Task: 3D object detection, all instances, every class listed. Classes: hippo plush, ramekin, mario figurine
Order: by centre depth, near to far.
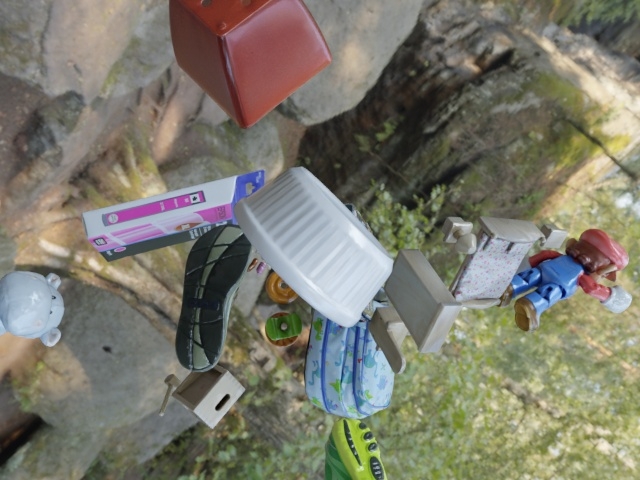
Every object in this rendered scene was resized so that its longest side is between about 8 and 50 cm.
[{"bbox_3d":[0.000,0.000,0.981,0.127,0.273,0.273,-44,176,7],"label":"ramekin"},{"bbox_3d":[-0.619,0.160,1.152,0.294,0.237,0.234,125,-33,-65],"label":"hippo plush"},{"bbox_3d":[0.550,0.101,1.368,0.321,0.198,0.170,-24,171,-14],"label":"mario figurine"}]

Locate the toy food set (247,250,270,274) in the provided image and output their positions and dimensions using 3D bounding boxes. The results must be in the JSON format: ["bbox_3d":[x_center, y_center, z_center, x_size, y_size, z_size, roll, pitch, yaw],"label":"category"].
[{"bbox_3d":[-0.169,0.050,1.563,0.019,0.077,0.122,4,-177,44],"label":"toy food set"}]

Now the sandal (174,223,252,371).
[{"bbox_3d":[-0.220,0.110,1.225,0.086,0.120,0.302,90,15,-81],"label":"sandal"}]

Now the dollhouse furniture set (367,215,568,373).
[{"bbox_3d":[0.320,0.126,1.210,0.356,0.173,0.303,3,126,-24],"label":"dollhouse furniture set"}]

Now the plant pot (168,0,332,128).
[{"bbox_3d":[-0.166,-0.454,1.290,0.267,0.267,0.235,-40,159,-9],"label":"plant pot"}]

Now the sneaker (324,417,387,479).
[{"bbox_3d":[0.074,0.482,1.130,0.123,0.110,0.295,120,-31,-41],"label":"sneaker"}]

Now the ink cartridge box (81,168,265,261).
[{"bbox_3d":[-0.288,-0.050,1.279,0.371,0.069,0.175,-17,165,-11],"label":"ink cartridge box"}]

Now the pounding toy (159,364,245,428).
[{"bbox_3d":[-0.326,0.407,1.584,0.206,0.094,0.181,10,-128,51],"label":"pounding toy"}]

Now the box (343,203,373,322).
[{"bbox_3d":[0.071,0.053,1.318,0.051,0.220,0.175,-6,160,18],"label":"box"}]

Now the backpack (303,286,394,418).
[{"bbox_3d":[0.081,0.277,1.581,0.355,0.274,0.290,-66,154,-6],"label":"backpack"}]

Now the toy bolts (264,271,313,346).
[{"bbox_3d":[-0.058,0.195,1.795,0.229,0.218,0.158,-7,167,-9],"label":"toy bolts"}]
